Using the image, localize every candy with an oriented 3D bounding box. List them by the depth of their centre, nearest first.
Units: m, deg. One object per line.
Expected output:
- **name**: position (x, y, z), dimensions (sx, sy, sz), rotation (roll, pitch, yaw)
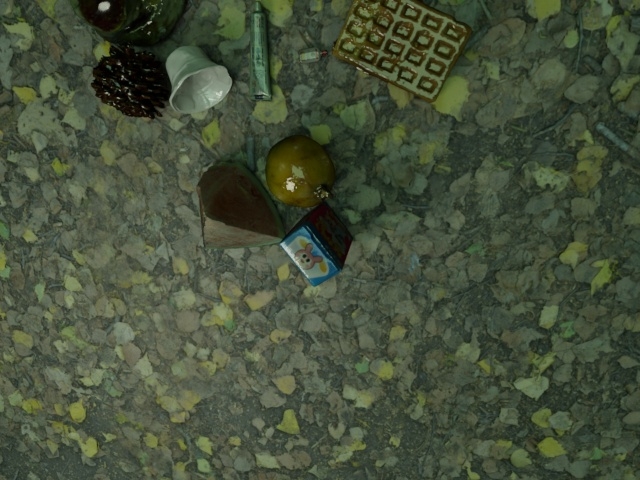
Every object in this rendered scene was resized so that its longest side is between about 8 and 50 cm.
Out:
- **candy**: position (-0.001, 0.000, 1.229), dimensions (0.100, 0.306, 0.157), rotation (-35, 98, 17)

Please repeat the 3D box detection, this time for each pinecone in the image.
- **pinecone**: position (-0.541, -0.461, 1.235), dimensions (0.221, 0.221, 0.221), rotation (3, 106, 9)

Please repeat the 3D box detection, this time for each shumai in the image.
- **shumai**: position (-0.568, -0.690, 1.146), dimensions (0.309, 0.263, 0.304), rotation (-34, 100, 17)

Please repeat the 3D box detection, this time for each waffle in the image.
- **waffle**: position (0.213, -0.537, 1.150), dimensions (0.328, 0.098, 0.224), rotation (27, 107, 0)

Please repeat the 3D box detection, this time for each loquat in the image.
- **loquat**: position (-0.048, -0.186, 1.221), dimensions (0.246, 0.213, 0.213), rotation (45, 113, 36)

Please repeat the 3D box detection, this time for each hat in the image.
- **hat**: position (-0.371, -0.478, 1.235), dimensions (0.203, 0.203, 0.126), rotation (-34, 81, 17)

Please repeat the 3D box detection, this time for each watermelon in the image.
- **watermelon**: position (-0.244, -0.095, 1.285), dimensions (0.250, 0.292, 0.283), rotation (-13, 104, -18)

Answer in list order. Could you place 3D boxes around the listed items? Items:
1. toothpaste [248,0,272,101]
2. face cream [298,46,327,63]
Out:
- **toothpaste**: position (-0.178, -0.545, 1.236), dimensions (0.069, 0.047, 0.268), rotation (-2, 109, -10)
- **face cream**: position (-0.021, -0.536, 1.226), dimensions (0.083, 0.021, 0.040), rotation (-6, 106, 10)
